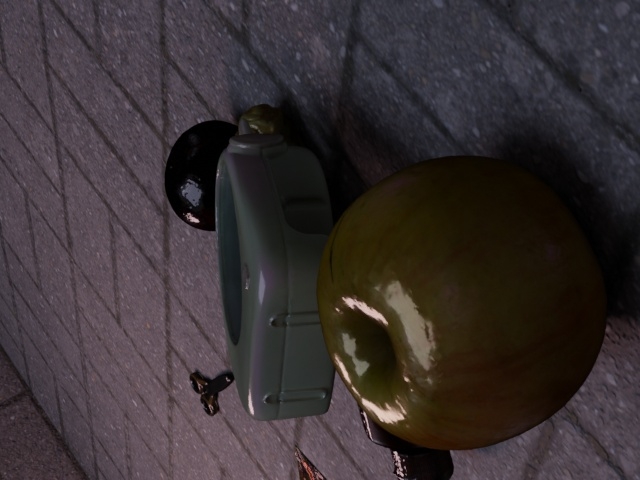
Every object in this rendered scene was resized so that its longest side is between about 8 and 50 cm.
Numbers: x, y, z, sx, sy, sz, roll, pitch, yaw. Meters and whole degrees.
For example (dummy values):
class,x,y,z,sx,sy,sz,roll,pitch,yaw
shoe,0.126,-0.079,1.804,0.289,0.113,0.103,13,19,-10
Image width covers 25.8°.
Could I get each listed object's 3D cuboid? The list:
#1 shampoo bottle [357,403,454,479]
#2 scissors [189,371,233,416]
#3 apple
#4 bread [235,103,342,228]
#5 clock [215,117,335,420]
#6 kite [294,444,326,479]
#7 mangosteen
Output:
class,x,y,z,sx,sy,sz,roll,pitch,yaw
shampoo bottle,0.095,0.154,1.644,0.084,0.129,0.323,-81,-19,-58
scissors,-0.189,0.261,2.488,0.088,0.017,0.220,63,157,5
apple,0.131,0.055,1.305,0.286,0.233,0.286,43,146,38
bread,-0.001,0.000,1.719,0.368,0.077,0.084,62,156,-2
clock,-0.052,0.012,1.556,0.265,0.108,0.324,95,167,-45
kite,-0.014,0.389,2.280,0.125,0.008,0.222,64,157,0
mangosteen,-0.130,-0.082,1.843,0.152,0.152,0.152,46,153,33
